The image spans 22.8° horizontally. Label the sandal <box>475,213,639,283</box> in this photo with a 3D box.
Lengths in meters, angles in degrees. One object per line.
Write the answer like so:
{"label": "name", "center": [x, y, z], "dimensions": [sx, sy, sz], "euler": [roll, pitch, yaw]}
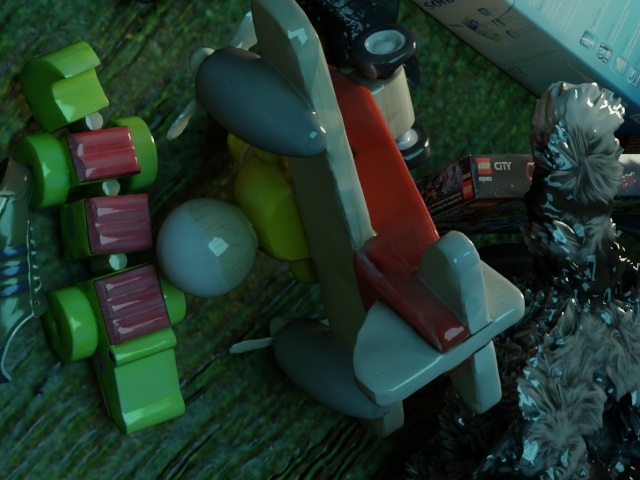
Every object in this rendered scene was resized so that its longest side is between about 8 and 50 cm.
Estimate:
{"label": "sandal", "center": [0.354, 0.048, 1.607], "dimensions": [0.446, 0.167, 0.107], "euler": [7, 56, -7]}

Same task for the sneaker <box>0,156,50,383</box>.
{"label": "sneaker", "center": [-0.267, 0.033, 1.342], "dimensions": [0.086, 0.064, 0.192], "euler": [24, 82, -23]}

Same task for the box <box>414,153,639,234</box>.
{"label": "box", "center": [0.201, -0.044, 1.558], "dimensions": [0.233, 0.159, 0.044], "euler": [-2, 79, -29]}

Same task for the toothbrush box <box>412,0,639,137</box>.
{"label": "toothbrush box", "center": [0.259, -0.273, 1.632], "dimensions": [0.295, 0.126, 0.216], "euler": [33, 71, -24]}

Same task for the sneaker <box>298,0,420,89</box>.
{"label": "sneaker", "center": [0.025, -0.208, 1.536], "dimensions": [0.170, 0.051, 0.089], "euler": [16, 73, -31]}

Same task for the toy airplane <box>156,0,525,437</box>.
{"label": "toy airplane", "center": [0.000, 0.000, 1.333], "dimensions": [0.272, 0.384, 0.386], "euler": [-16, 90, -3]}

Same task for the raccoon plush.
{"label": "raccoon plush", "center": [0.196, 0.105, 1.477], "dimensions": [0.216, 0.299, 0.446], "euler": [17, 74, -24]}

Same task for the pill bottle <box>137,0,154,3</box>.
{"label": "pill bottle", "center": [-0.088, -0.299, 1.440], "dimensions": [0.219, 0.123, 0.122], "euler": [-32, 101, -28]}

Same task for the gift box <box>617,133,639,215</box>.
{"label": "gift box", "center": [0.493, -0.099, 1.673], "dimensions": [0.258, 0.255, 0.276], "euler": [28, 82, -25]}

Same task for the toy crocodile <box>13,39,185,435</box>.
{"label": "toy crocodile", "center": [-0.183, -0.002, 1.369], "dimensions": [0.115, 0.105, 0.340], "euler": [-12, 92, -30]}
